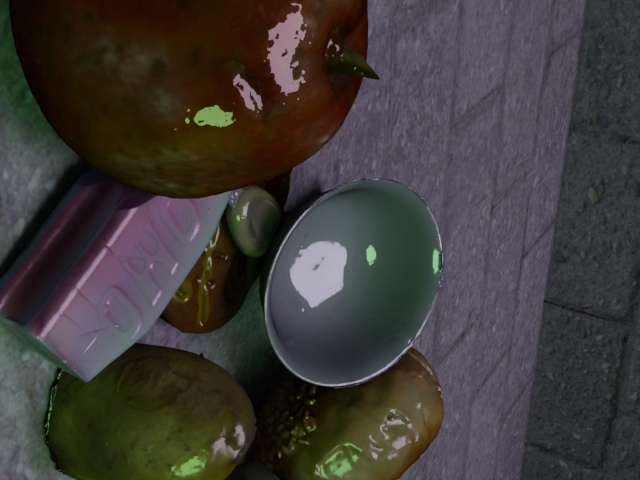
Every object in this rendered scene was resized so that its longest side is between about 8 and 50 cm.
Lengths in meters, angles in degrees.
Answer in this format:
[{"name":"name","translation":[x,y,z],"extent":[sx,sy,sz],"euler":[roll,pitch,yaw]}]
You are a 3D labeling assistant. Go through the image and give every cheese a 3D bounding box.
[{"name":"cheese","translation":[-0.114,-0.052,1.428],"extent":[0.097,0.037,0.192],"euler":[-66,150,-18]}]

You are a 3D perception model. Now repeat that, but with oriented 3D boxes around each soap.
[{"name":"soap","translation":[-0.250,0.011,1.250],"extent":[0.324,0.109,0.193],"euler":[-58,152,-21]}]

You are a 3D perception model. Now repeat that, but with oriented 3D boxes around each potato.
[{"name":"potato","translation":[-0.209,0.245,1.323],"extent":[0.229,0.266,0.229],"euler":[-32,130,-50]}]

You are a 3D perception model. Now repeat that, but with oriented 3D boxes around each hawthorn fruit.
[{"name":"hawthorn fruit","translation":[-0.113,-0.228,1.103],"extent":[0.403,0.402,0.403],"euler":[-40,138,-48]}]

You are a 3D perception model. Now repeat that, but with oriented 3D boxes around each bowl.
[{"name":"bowl","translation":[0.018,0.050,1.598],"extent":[0.345,0.157,0.346],"euler":[-12,112,-33]}]

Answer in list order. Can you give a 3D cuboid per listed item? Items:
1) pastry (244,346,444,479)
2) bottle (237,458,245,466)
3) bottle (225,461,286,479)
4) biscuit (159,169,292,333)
[{"name":"pastry","translation":[0.031,0.323,1.756],"extent":[0.409,0.245,0.409],"euler":[-43,180,0]},{"name":"bottle","translation":[-0.168,0.466,1.691],"extent":[0.112,0.112,0.260],"euler":[-47,144,-43]},{"name":"bottle","translation":[-0.176,0.495,1.519],"extent":[0.347,0.168,0.168],"euler":[-47,149,-6]},{"name":"biscuit","translation":[-0.128,-0.047,1.522],"extent":[0.350,0.070,0.394],"euler":[18,89,-64]}]
